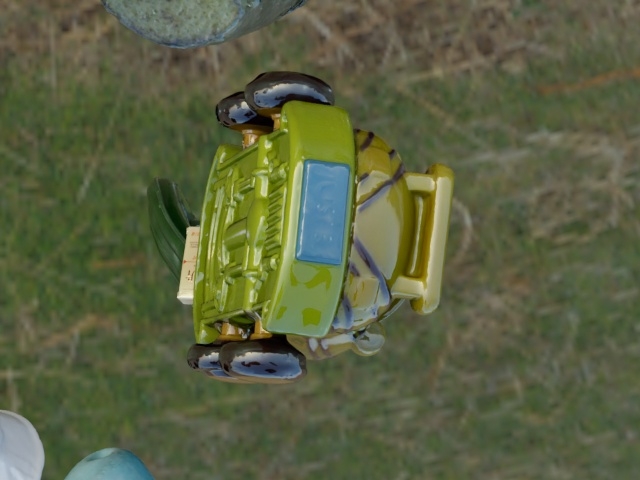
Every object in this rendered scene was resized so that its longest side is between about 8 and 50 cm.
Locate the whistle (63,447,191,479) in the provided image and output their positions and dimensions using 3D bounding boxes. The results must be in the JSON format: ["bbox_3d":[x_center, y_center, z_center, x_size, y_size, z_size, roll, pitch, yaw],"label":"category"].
[{"bbox_3d":[-0.168,0.198,0.964,0.274,0.093,0.186,-32,174,-31],"label":"whistle"}]

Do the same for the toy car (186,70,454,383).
[{"bbox_3d":[0.000,0.000,1.254,0.142,0.200,0.248,8,175,-15],"label":"toy car"}]

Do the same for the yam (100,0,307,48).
[{"bbox_3d":[-0.074,-0.244,1.563,0.154,0.254,0.154,9,114,20],"label":"yam"}]

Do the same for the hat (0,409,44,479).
[{"bbox_3d":[-0.392,0.215,1.931,0.203,0.203,0.126,-15,132,6],"label":"hat"}]

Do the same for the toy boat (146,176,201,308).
[{"bbox_3d":[-0.094,0.026,1.565,0.052,0.210,0.104,-33,142,-2],"label":"toy boat"}]

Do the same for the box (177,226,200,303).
[{"bbox_3d":[-0.057,0.019,1.399,0.093,0.058,0.015,1,161,15],"label":"box"}]
